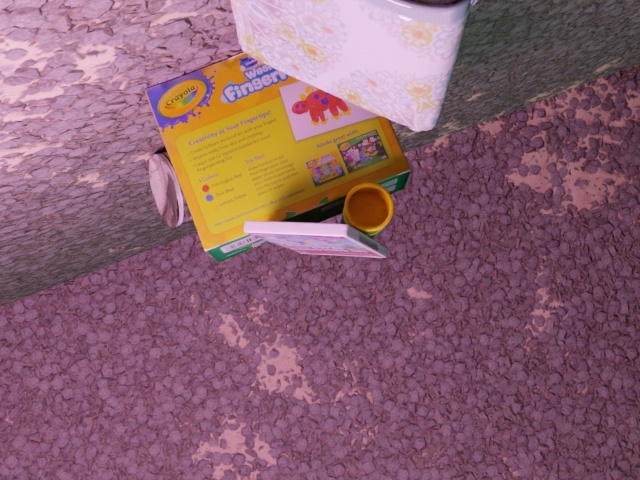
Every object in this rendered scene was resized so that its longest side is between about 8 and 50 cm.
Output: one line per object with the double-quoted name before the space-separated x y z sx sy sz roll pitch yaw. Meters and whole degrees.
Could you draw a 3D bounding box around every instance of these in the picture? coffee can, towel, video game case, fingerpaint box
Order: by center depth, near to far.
"towel" 0.027 -0.328 1.075 0.090 0.374 0.320 -61 170 -15
"video game case" 0.000 0.000 1.430 0.204 0.025 0.285 3 172 20
"fingerpaint box" -0.088 -0.211 1.531 0.444 0.371 0.163 -22 170 -3
"coffee can" -0.297 -0.166 1.953 0.275 0.202 0.201 -18 172 -28

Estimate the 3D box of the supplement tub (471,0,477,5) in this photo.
"supplement tub" 0.274 -0.520 1.526 0.107 0.071 0.071 -19 173 -19

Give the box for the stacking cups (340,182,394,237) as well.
"stacking cups" 0.081 -0.031 1.505 0.096 0.096 0.316 -21 170 -8
